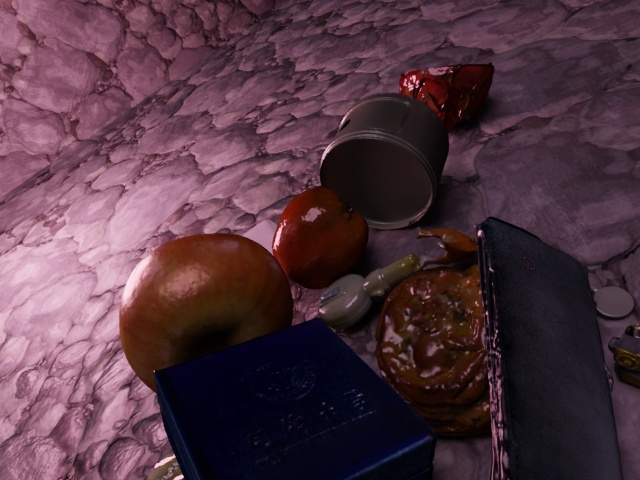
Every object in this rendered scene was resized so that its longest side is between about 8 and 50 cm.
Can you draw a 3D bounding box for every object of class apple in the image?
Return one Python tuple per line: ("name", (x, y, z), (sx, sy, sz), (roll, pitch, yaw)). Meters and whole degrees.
("apple", (-0.184, 0.122, 0.870), (0.286, 0.285, 0.233), (-33, 29, -7))

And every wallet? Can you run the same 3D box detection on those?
("wallet", (-0.120, 0.022, 1.146), (0.124, 0.031, 0.183), (-36, 38, -12))
("wallet", (0.266, 0.140, 0.618), (0.046, 0.191, 0.378), (-46, 23, 44))

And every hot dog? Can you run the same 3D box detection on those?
("hot dog", (0.184, 0.127, 0.747), (0.196, 0.122, 0.272), (-9, 41, 28))

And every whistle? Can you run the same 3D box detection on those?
("whistle", (0.077, 0.078, 0.890), (0.198, 0.057, 0.104), (-33, 25, 24))

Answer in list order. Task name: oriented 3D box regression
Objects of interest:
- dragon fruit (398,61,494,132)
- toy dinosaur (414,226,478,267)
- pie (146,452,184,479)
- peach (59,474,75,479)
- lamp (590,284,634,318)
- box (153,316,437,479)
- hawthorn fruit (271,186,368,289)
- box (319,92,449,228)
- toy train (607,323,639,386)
("dragon fruit", (0.292, -0.324, 1.236), (0.219, 0.147, 0.224), (-14, 14, -37))
("toy dinosaur", (0.226, 0.015, 0.839), (0.143, 0.057, 0.212), (4, 12, -2))
("pie", (-0.146, 0.398, 0.658), (0.257, 0.105, 0.274), (17, 55, 27))
("peach", (-0.389, 0.475, 0.729), (0.189, 0.068, 0.279), (-10, 43, 25))
("lamp", (0.370, 0.057, 0.797), (0.050, 0.056, 0.198), (-35, 48, -13))
("box", (-0.044, 0.241, 0.680), (0.262, 0.116, 0.279), (-13, 30, -27))
("hawthorn fruit", (0.000, 0.000, 0.983), (0.189, 0.189, 0.189), (-17, 37, 14))
("box", (0.125, -0.151, 1.033), (0.226, 0.226, 0.149), (-3, 42, 30))
("toy train", (0.431, 0.154, 0.594), (0.060, 0.081, 0.202), (-45, 32, -24))
